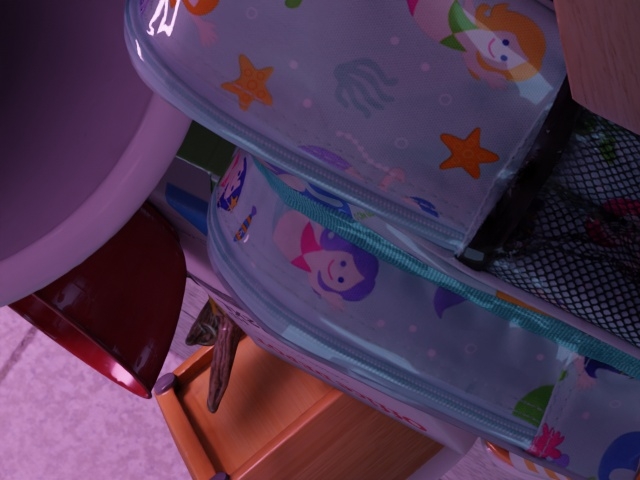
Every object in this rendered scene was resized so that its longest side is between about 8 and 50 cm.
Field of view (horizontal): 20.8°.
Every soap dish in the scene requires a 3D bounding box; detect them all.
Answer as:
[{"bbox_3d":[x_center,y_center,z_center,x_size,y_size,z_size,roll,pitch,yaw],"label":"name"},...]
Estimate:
[{"bbox_3d":[-0.018,0.145,1.463,0.118,0.229,0.291,51,178,-24],"label":"soap dish"}]

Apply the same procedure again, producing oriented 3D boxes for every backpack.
[{"bbox_3d":[0.056,-0.051,0.605,0.253,0.191,0.225,30,-162,-11],"label":"backpack"}]

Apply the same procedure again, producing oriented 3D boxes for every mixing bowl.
[{"bbox_3d":[-0.155,0.013,1.144,0.181,0.098,0.181,35,167,9],"label":"mixing bowl"}]

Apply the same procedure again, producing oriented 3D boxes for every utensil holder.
[{"bbox_3d":[-0.278,-0.135,0.980,0.327,0.327,0.385,39,169,-23],"label":"utensil holder"}]

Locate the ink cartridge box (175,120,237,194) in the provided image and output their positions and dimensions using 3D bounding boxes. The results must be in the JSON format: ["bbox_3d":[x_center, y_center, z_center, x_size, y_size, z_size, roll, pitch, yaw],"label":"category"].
[{"bbox_3d":[0.004,-0.053,0.999,0.209,0.109,0.062,26,168,3],"label":"ink cartridge box"}]

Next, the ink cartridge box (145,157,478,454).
[{"bbox_3d":[0.000,0.000,1.218,0.223,0.129,0.307,25,165,36],"label":"ink cartridge box"}]

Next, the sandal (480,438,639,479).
[{"bbox_3d":[0.223,0.136,1.269,0.265,0.102,0.076,11,154,42],"label":"sandal"}]

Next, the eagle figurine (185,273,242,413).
[{"bbox_3d":[-0.179,-0.031,1.409,0.298,0.226,0.225,21,133,-14],"label":"eagle figurine"}]

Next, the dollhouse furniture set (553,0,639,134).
[{"bbox_3d":[-0.017,-0.189,0.416,0.356,0.173,0.303,29,167,22],"label":"dollhouse furniture set"}]
